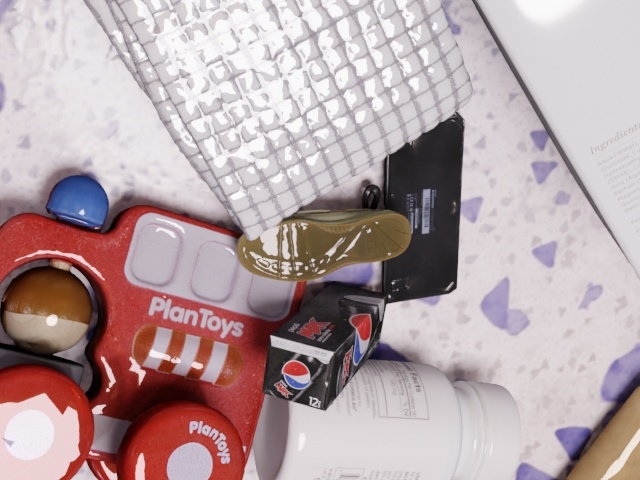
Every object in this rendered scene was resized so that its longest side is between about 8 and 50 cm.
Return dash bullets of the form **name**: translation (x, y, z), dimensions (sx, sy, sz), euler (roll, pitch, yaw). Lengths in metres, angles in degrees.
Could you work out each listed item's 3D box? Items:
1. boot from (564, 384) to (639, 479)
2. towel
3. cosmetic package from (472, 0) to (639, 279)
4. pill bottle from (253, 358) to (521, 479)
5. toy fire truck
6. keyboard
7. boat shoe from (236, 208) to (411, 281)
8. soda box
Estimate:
- **boot**: translation (0.272, 0.252, 1.069), dimensions (0.236, 0.089, 0.269), euler (34, 98, -34)
- **towel**: translation (-0.039, -0.176, 0.802), dimensions (0.235, 0.121, 0.283), euler (-31, 116, -1)
- **cosmetic package**: translation (0.223, -0.171, 0.810), dimensions (0.156, 0.217, 0.385), euler (-29, 118, 14)
- **pill bottle**: translation (0.062, 0.177, 0.951), dimensions (0.229, 0.131, 0.131), euler (7, 108, -18)
- **toy fire truck**: translation (-0.176, 0.087, 0.852), dimensions (0.302, 0.169, 0.253), euler (18, 80, -22)
- **keyboard**: translation (0.078, -0.027, 0.941), dimensions (0.108, 0.023, 0.180), euler (-8, 111, -20)
- **boat shoe**: translation (0.000, -0.002, 0.883), dimensions (0.153, 0.048, 0.056), euler (-12, 109, -14)
- **soda box**: translation (0.008, 0.087, 0.881), dimensions (0.060, 0.169, 0.053), euler (13, 107, 15)
